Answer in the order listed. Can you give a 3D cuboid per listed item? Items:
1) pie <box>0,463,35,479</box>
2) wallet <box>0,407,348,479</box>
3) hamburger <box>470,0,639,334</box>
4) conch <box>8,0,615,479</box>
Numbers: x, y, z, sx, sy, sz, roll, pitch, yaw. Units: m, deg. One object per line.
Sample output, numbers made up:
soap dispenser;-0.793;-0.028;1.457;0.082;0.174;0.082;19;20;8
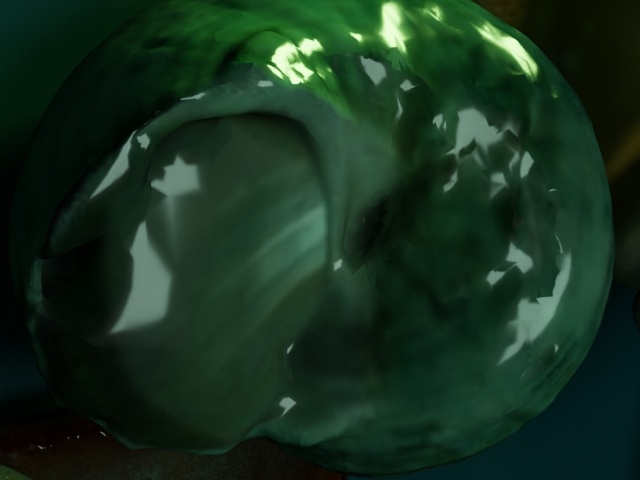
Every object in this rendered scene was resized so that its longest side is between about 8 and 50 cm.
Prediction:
pie;-0.108;0.104;0.574;0.084;0.021;0.084;-8;101;-46
wallet;-0.078;0.117;0.653;0.255;0.031;0.137;-9;104;-48
hamburger;0.198;-0.083;0.775;0.276;0.237;0.276;-43;170;-10
conch;0.001;0.001;0.639;0.196;0.134;0.202;-37;119;-7
